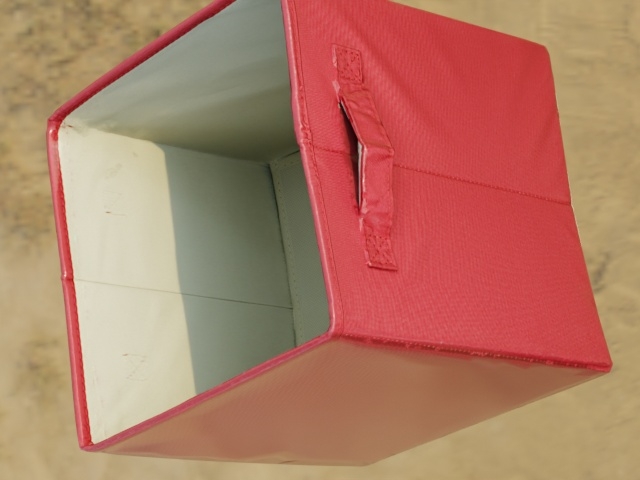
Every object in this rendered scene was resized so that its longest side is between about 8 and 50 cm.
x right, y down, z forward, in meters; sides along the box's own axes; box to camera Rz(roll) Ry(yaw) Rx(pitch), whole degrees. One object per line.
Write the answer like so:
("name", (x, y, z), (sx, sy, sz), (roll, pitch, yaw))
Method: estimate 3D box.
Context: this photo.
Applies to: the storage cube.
("storage cube", (0.000, 0.000, 0.929), (0.215, 0.193, 0.184), (-28, 63, 42))
